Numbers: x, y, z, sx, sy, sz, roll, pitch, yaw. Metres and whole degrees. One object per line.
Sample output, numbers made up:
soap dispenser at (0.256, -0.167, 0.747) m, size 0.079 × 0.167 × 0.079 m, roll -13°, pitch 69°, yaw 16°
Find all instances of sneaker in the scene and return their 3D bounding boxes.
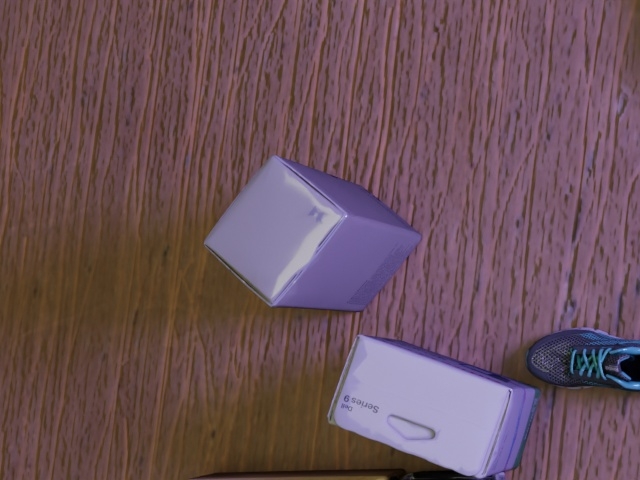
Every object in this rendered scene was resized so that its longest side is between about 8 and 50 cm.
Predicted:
sneaker at (0.280, 0.116, 1.436) m, size 0.167 × 0.076 × 0.065 m, roll 1°, pitch 85°, yaw 16°

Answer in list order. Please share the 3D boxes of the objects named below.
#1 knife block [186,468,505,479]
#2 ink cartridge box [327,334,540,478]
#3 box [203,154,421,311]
knife block at (0.037, 0.263, 1.490) m, size 0.276 × 0.088 × 0.242 m, roll 43°, pitch 97°, yaw 15°
ink cartridge box at (0.114, 0.157, 1.410) m, size 0.154 × 0.212 × 0.093 m, roll 18°, pitch 91°, yaw 17°
box at (0.000, 0.000, 1.421) m, size 0.094 × 0.275 × 0.113 m, roll 41°, pitch 97°, yaw 16°
